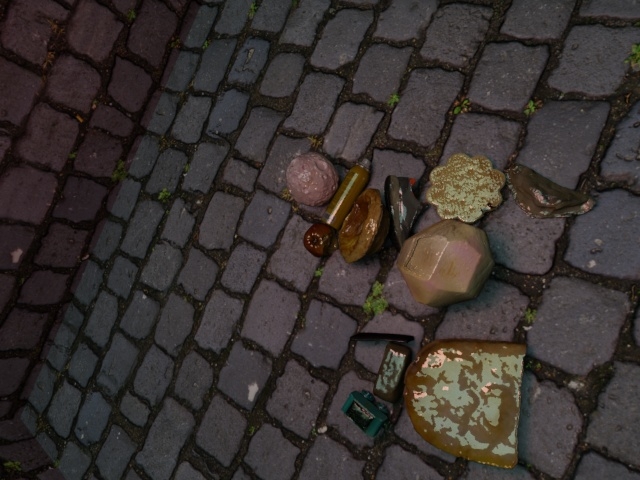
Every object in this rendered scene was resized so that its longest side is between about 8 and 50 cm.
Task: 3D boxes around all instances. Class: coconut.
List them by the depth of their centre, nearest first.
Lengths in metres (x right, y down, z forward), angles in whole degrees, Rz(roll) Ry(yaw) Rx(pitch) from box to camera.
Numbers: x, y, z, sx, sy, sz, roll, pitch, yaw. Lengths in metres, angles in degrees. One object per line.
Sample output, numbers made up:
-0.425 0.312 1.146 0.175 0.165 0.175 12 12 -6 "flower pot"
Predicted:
0.459 0.088 1.540 0.353 0.353 0.352 -6 76 26 "coconut"

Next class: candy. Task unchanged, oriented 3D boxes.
0.293 0.532 1.647 0.104 0.102 0.233 17 85 29 "candy"

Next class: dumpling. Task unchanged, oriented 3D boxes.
0.828 -0.171 1.534 0.332 0.086 0.166 36 94 33 "dumpling"

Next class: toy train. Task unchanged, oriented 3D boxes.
0.183 0.688 1.641 0.198 0.154 0.107 34 99 28 "toy train"

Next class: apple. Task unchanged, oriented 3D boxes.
-0.007 -0.004 1.885 0.147 0.158 0.156 33 99 31 "apple"

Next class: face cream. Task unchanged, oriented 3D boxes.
0.130 -0.221 1.891 0.105 0.105 0.348 33 95 29 "face cream"

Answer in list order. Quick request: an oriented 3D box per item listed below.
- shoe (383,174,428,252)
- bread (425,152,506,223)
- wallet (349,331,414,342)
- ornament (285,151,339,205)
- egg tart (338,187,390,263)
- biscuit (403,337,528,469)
0.375 -0.117 1.744 0.171 0.132 0.336 -7 93 -4 "shoe"
0.592 -0.212 1.679 0.316 0.054 0.316 -5 78 26 "bread"
0.253 0.400 1.682 0.244 0.124 0.025 -3 85 27 "wallet"
-0.046 -0.279 1.905 0.259 0.259 0.225 35 83 29 "ornament"
0.200 -0.051 1.749 0.352 0.150 0.351 -163 90 -74 "egg tart"
0.531 0.582 1.513 0.446 0.104 0.429 -2 77 24 "biscuit"
